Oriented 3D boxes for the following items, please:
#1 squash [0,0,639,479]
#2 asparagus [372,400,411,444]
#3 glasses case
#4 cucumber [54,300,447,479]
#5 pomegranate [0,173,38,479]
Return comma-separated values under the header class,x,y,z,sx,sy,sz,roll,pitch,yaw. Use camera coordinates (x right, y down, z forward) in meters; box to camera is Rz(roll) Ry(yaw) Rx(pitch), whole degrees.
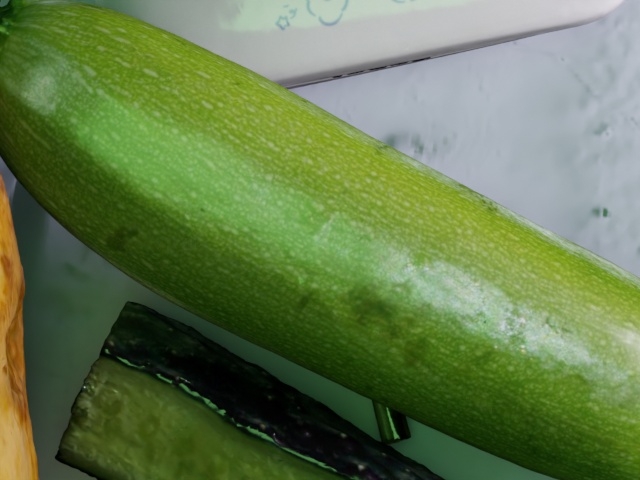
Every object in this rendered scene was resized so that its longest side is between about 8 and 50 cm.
class,x,y,z,sx,sy,sz,roll,pitch,yaw
squash,0.000,0.000,0.797,0.379,0.101,0.101,29,90,-5
asparagus,0.016,0.025,0.854,0.015,0.018,0.127,-23,80,44
glasses case,0.020,-0.117,0.840,0.233,0.059,0.092,-10,90,6
cucumber,-0.002,0.100,0.834,0.211,0.062,0.078,26,123,1
pomegranate,-0.267,0.056,0.730,0.338,0.338,0.338,0,87,6
